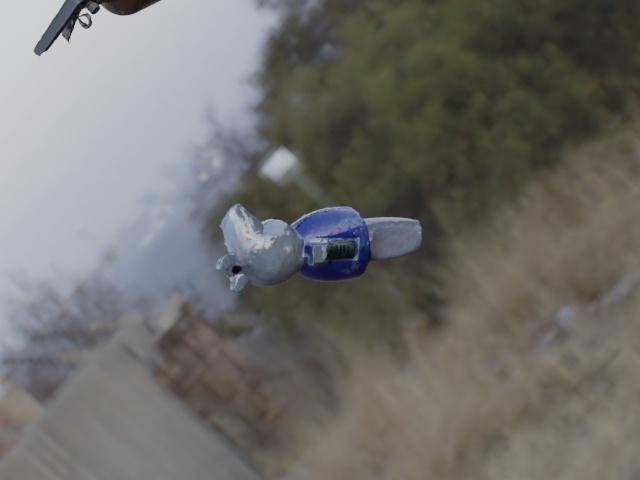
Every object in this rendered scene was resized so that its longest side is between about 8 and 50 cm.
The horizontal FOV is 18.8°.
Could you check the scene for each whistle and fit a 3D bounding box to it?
[{"bbox_3d":[0.000,0.000,0.724,0.083,0.033,0.029,-6,14,-25],"label":"whistle"}]

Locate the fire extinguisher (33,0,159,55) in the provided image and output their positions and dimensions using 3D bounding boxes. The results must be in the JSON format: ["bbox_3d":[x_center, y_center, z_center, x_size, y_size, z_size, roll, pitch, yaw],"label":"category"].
[{"bbox_3d":[-0.057,-0.128,0.794,0.035,0.049,0.173,-5,21,40],"label":"fire extinguisher"}]
